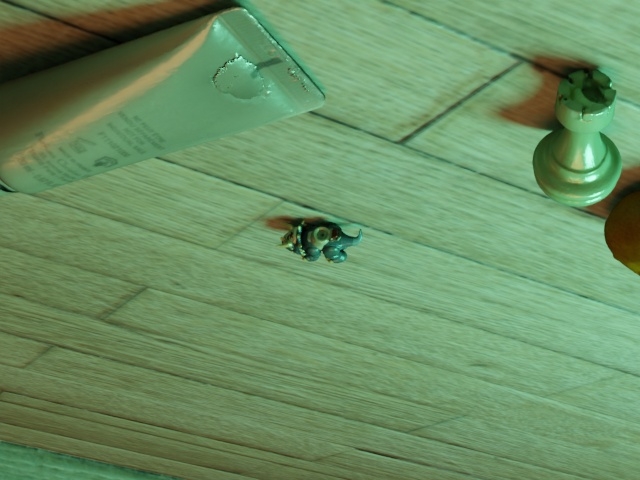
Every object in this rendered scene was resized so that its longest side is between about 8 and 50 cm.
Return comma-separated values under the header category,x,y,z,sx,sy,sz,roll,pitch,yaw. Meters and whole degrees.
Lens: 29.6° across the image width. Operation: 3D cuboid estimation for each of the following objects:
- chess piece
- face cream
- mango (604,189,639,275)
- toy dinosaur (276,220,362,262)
category,x,y,z,sx,sy,sz,roll,pitch,yaw
chess piece,0.191,-0.078,0.891,0.067,0.067,0.103,3,149,9
face cream,-0.164,-0.097,0.933,0.314,0.089,0.143,-11,151,22
mango,0.306,-0.002,1.008,0.159,0.084,0.105,-11,146,38
toy dinosaur,0.000,0.000,1.177,0.083,0.030,0.047,4,160,8
